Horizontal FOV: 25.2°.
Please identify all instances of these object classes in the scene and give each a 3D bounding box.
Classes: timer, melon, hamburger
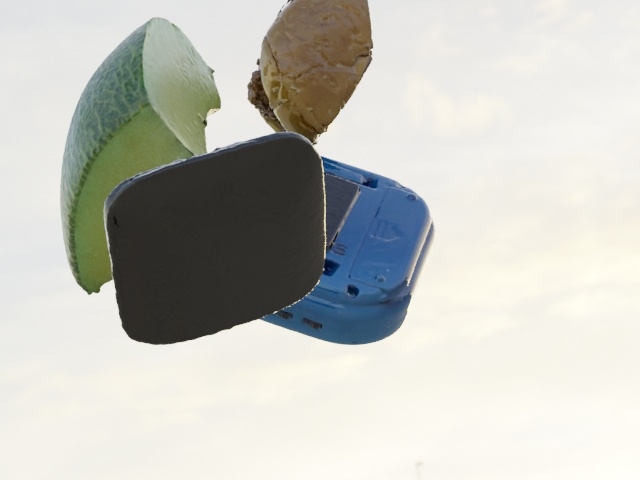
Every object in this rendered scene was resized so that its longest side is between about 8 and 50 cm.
[{"bbox_3d":[0.000,0.000,2.054,0.309,0.340,0.115,18,-54,7],"label":"timer"},{"bbox_3d":[-0.238,-0.145,1.941,0.226,0.344,0.331,2,-54,-13],"label":"melon"},{"bbox_3d":[-0.013,-0.283,2.251,0.245,0.282,0.155,-13,-7,-27],"label":"hamburger"}]

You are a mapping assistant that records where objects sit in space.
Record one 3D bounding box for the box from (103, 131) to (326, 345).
[{"bbox_3d":[-0.089,-0.002,1.277,0.212,0.042,0.201,-20,-47,-22],"label":"box"}]
